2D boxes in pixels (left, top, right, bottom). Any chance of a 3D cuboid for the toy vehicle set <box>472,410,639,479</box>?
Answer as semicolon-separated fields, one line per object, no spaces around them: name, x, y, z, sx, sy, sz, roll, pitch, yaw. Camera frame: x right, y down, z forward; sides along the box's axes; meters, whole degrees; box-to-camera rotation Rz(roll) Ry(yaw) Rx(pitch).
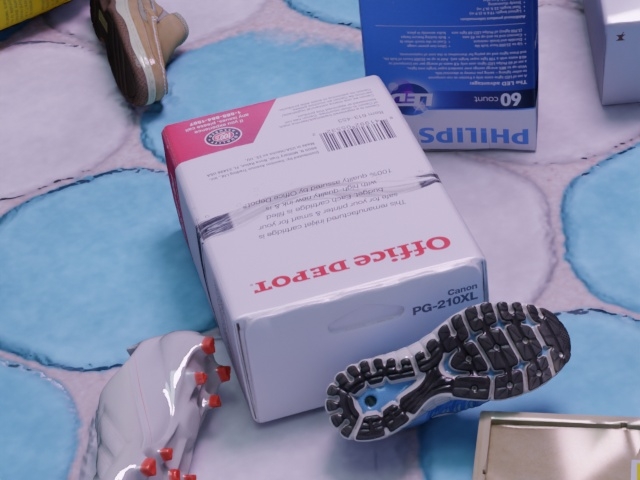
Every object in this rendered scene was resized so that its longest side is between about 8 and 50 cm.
toy vehicle set;0.219;0.176;1.014;0.267;0.035;0.166;2;40;11

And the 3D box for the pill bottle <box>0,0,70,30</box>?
pill bottle;-0.280;-0.255;1.544;0.208;0.119;0.119;-26;43;-18

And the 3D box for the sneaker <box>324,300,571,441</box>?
sneaker;0.082;0.083;1.115;0.162;0.073;0.063;-17;82;3

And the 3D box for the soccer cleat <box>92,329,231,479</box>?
soccer cleat;-0.117;0.134;1.104;0.076;0.068;0.196;-8;36;23

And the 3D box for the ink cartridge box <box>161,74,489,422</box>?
ink cartridge box;0.000;0.000;1.211;0.172;0.100;0.237;-15;39;-9

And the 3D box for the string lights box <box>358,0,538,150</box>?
string lights box;0.096;-0.190;1.300;0.133;0.259;0.076;0;41;8

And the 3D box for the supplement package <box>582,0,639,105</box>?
supplement package;0.265;-0.213;1.387;0.105;0.105;0.179;-4;57;2

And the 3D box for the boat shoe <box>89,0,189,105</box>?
boat shoe;-0.148;-0.179;1.483;0.072;0.068;0.190;-6;38;-16
